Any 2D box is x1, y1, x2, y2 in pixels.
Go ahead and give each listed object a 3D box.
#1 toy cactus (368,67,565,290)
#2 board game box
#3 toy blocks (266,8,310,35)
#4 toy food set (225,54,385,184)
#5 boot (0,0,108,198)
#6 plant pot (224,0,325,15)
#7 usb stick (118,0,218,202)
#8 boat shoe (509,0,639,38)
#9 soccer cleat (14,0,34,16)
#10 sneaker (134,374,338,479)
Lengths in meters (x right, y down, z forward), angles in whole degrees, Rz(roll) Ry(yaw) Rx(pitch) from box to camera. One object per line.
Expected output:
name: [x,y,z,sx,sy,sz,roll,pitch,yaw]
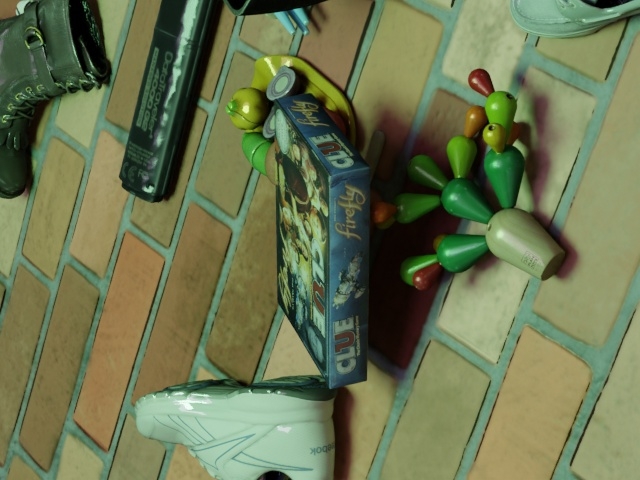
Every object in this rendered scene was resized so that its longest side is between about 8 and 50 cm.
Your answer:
toy cactus: [0.145,-0.031,1.344,0.180,0.112,0.219,39,109,27]
board game box: [0.000,0.000,1.428,0.165,0.042,0.243,-125,29,-53]
toy blocks: [-0.075,-0.280,1.540,0.054,0.123,0.148,-48,57,29]
toy food set: [-0.033,-0.113,1.535,0.218,0.071,0.128,42,119,37]
boot: [-0.365,-0.192,1.866,0.229,0.091,0.263,-7,98,34]
plant pot: [-0.020,-0.343,1.453,0.188,0.167,0.187,-52,55,31]
usb stick: [-0.177,-0.182,1.703,0.077,0.045,0.278,28,110,35]
boat shoe: [0.243,-0.226,1.244,0.227,0.081,0.079,-7,85,45]
soccer cleat: [-0.391,-0.281,1.933,0.036,0.029,0.083,-13,76,49]
sneaker: [-0.100,0.215,1.585,0.297,0.111,0.129,-5,92,47]
